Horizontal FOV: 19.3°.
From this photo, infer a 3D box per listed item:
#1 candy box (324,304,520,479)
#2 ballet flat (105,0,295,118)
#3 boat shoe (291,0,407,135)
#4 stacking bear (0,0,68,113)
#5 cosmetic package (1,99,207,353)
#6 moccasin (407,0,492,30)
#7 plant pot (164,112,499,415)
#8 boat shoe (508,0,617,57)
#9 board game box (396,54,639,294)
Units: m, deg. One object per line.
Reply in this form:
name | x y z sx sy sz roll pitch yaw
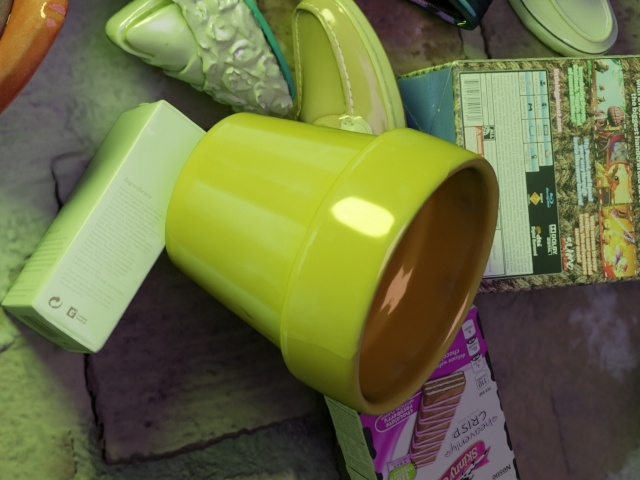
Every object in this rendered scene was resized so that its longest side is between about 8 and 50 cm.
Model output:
candy box | 0.101 0.186 1.872 0.159 0.071 0.233 -30 123 -22
ballet flat | -0.168 -0.258 1.743 0.147 0.147 0.409 -41 121 -20
boat shoe | 0.018 -0.078 1.859 0.110 0.121 0.341 -16 96 -25
stacking bear | -0.390 -0.230 1.646 0.289 0.175 0.164 26 110 -26
cosmetic package | -0.195 -0.012 1.762 0.085 0.117 0.231 37 75 -19
moccasin | 0.042 -0.299 1.870 0.342 0.138 0.117 15 83 -23
plant pot | 0.000 0.000 1.717 0.254 0.239 0.254 -46 148 -39
boat shoe | 0.239 -0.307 1.986 0.096 0.088 0.267 -38 103 -21
board game box | 0.237 -0.068 1.948 0.291 0.141 0.232 -4 90 -25
